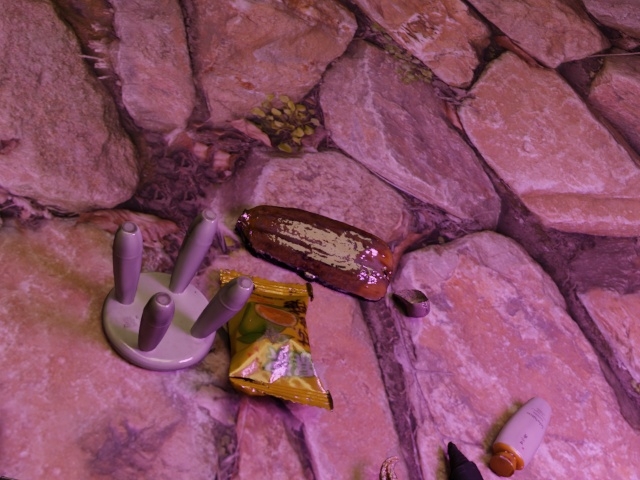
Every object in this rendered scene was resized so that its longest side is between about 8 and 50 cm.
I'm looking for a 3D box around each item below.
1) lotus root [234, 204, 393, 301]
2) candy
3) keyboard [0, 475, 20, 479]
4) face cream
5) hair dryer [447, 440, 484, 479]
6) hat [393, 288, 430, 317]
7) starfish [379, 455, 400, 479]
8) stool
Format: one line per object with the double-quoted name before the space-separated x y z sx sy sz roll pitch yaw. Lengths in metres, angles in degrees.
"lotus root" -0.001 -0.001 1.742 0.329 0.078 0.167 19 43 -11
"candy" -0.080 0.166 1.551 0.187 0.081 0.297 12 36 -18
"keyboard" -0.346 0.393 1.240 0.230 0.025 0.094 18 43 -12
"face cream" 0.364 0.354 1.626 0.072 0.051 0.182 43 46 8
"hair dryer" 0.261 0.477 1.445 0.189 0.107 0.352 -2 44 -26
"hat" 0.180 0.125 1.754 0.058 0.042 0.087 -9 22 -37
"starfish" 0.126 0.447 1.416 0.237 0.057 0.213 -5 63 -22
"stool" -0.243 0.080 1.456 0.195 0.199 0.195 -11 55 -33
